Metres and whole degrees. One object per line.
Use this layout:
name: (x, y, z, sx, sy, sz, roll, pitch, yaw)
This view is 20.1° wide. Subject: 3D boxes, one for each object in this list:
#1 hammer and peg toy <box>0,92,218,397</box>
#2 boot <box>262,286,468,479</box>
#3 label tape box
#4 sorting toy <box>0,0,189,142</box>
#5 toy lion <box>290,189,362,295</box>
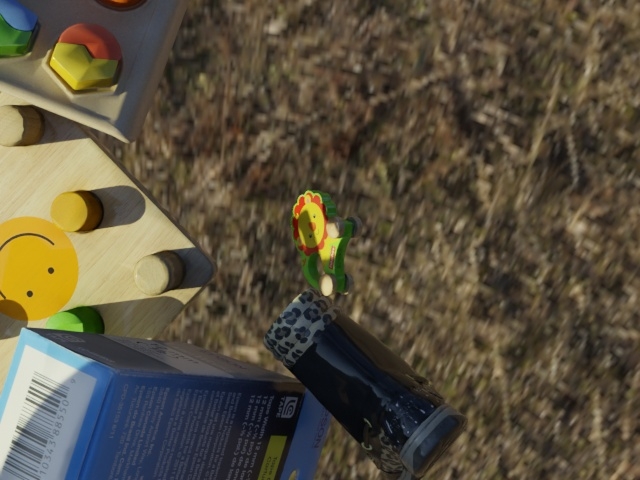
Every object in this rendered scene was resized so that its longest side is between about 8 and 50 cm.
hammer and peg toy: (-0.304, 0.057, 1.623, 0.361, 0.127, 0.266, -44, 86, 9)
boot: (0.037, 0.128, 1.562, 0.178, 0.236, 0.085, 42, 81, 7)
label tape box: (-0.143, 0.216, 1.523, 0.115, 0.347, 0.249, 20, 94, 30)
sorting toy: (-0.223, -0.203, 1.549, 0.208, 0.038, 0.193, 23, 63, -12)
toy lion: (0.000, 0.000, 1.904, 0.034, 0.096, 0.100, -3, 107, -38)
